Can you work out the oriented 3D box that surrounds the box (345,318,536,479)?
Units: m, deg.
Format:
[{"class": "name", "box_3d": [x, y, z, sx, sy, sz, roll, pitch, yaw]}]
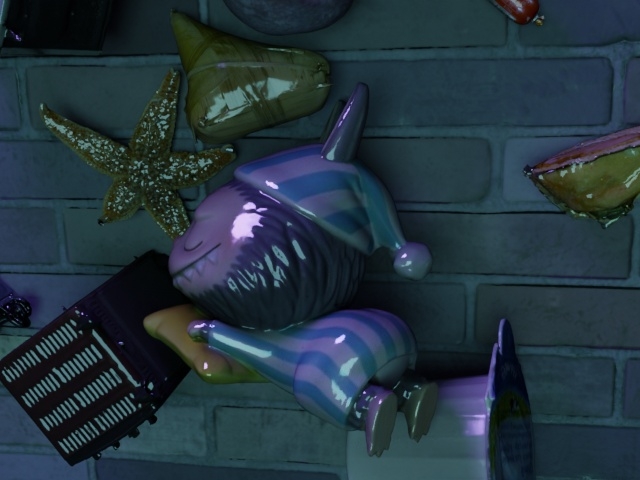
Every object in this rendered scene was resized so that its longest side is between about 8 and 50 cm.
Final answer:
[{"class": "box", "box_3d": [0.153, 0.254, 1.151, 0.206, 0.262, 0.291, -7, 81, 23]}]

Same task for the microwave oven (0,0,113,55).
[{"class": "microwave oven", "box_3d": [-0.362, -0.423, 1.038, 0.286, 0.218, 0.355, 23, 109, 19]}]

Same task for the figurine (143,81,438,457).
[{"class": "figurine", "box_3d": [0.000, 0.000, 1.049, 0.361, 0.266, 0.377, 24, 106, 31]}]

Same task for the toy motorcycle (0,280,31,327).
[{"class": "toy motorcycle", "box_3d": [-0.505, 0.083, 1.306, 0.173, 0.058, 0.100, 40, 116, -1]}]

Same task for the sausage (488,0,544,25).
[{"class": "sausage", "box_3d": [0.212, -0.307, 1.068, 0.145, 0.048, 0.050, 40, 114, -4]}]

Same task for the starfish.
[{"class": "starfish", "box_3d": [-0.236, -0.118, 1.203, 0.295, 0.048, 0.231, 43, 103, -9]}]

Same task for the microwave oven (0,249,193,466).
[{"class": "microwave oven", "box_3d": [-0.271, 0.153, 1.185, 0.178, 0.247, 0.188, -37, 95, 21]}]

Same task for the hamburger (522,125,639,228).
[{"class": "hamburger", "box_3d": [0.346, -0.075, 1.092, 0.176, 0.087, 0.102, -18, 114, 7]}]

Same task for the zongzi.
[{"class": "zongzi", "box_3d": [-0.093, -0.234, 1.133, 0.194, 0.099, 0.197, -15, 74, -2]}]

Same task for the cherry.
[{"class": "cherry", "box_3d": [-0.046, -0.319, 1.050, 0.176, 0.176, 0.140, 5, 83, 9]}]
